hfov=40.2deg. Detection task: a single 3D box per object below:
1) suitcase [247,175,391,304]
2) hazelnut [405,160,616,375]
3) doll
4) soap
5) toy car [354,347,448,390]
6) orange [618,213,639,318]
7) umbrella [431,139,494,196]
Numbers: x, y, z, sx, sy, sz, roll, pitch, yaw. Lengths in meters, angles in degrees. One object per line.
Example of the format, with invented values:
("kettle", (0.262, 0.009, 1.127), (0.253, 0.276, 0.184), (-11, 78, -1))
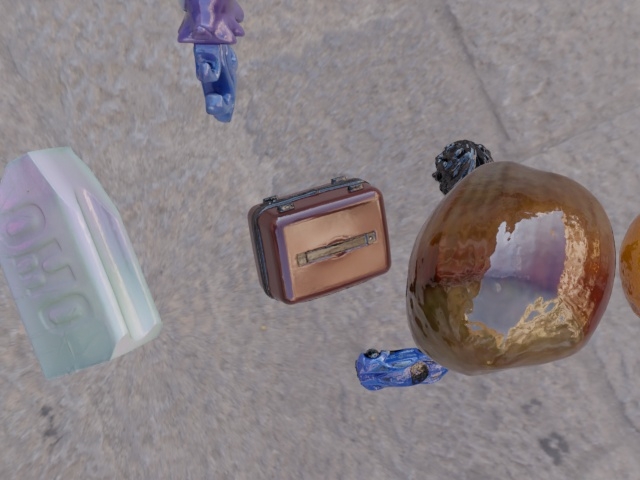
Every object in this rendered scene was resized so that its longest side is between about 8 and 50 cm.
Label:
("suitcase", (0.000, 0.000, 1.937), (0.297, 0.161, 0.236), (-18, 111, -23))
("hazelnut", (0.163, 0.027, 0.824), (0.186, 0.210, 0.210), (-23, 89, -40))
("doll", (-0.107, -0.200, 0.872), (0.067, 0.206, 0.110), (0, 41, 3))
("soap", (-0.410, 0.031, 1.417), (0.208, 0.115, 0.347), (-20, 92, 31))
("toy car", (0.186, 0.291, 1.971), (0.216, 0.063, 0.103), (-6, 125, 7))
("orange", (0.619, 0.043, 1.429), (0.261, 0.261, 0.261), (1, 85, -11))
("umbrella", (0.315, -0.043, 1.566), (0.118, 0.118, 0.340), (-49, 121, -11))
